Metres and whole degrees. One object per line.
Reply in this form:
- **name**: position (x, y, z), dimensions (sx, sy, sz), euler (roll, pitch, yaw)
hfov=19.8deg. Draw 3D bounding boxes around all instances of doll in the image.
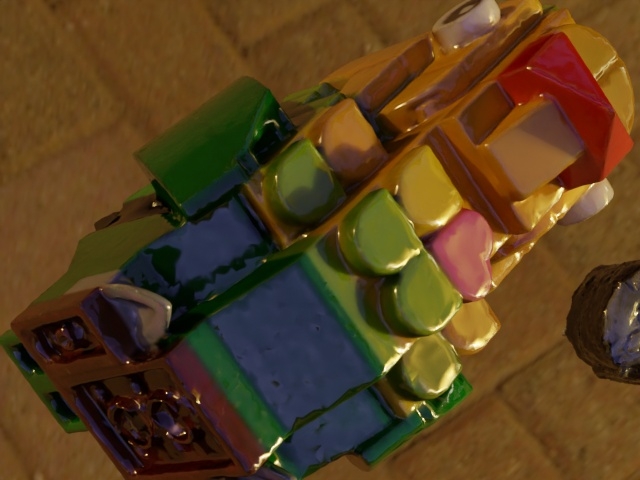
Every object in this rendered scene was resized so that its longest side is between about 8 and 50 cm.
- **doll**: position (0.002, 0.001, 0.512), dimensions (0.186, 0.134, 0.106), euler (-36, 103, -7)

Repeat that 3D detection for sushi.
- **sushi**: position (0.237, 0.059, 1.182), dimensions (0.150, 0.078, 0.090), euler (12, 84, -14)
